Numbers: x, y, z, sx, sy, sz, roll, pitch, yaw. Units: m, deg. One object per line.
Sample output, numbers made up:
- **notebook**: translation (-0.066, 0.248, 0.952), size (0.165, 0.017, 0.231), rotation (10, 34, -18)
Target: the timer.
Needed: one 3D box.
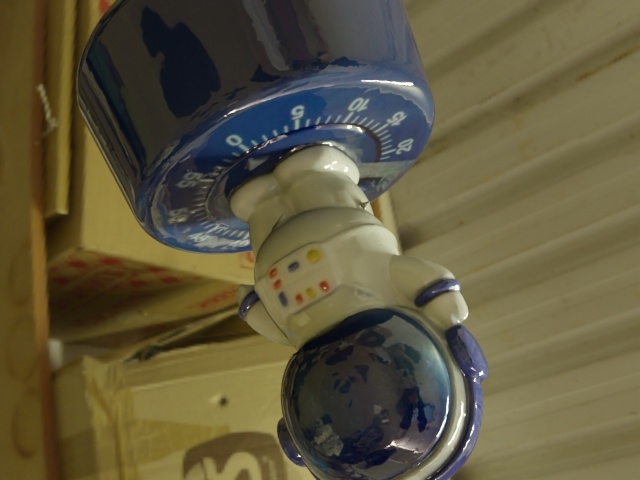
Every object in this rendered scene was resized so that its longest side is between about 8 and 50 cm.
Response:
- **timer**: translation (0.000, 0.000, 0.679), size (0.270, 0.270, 0.383), rotation (-40, -119, 34)
